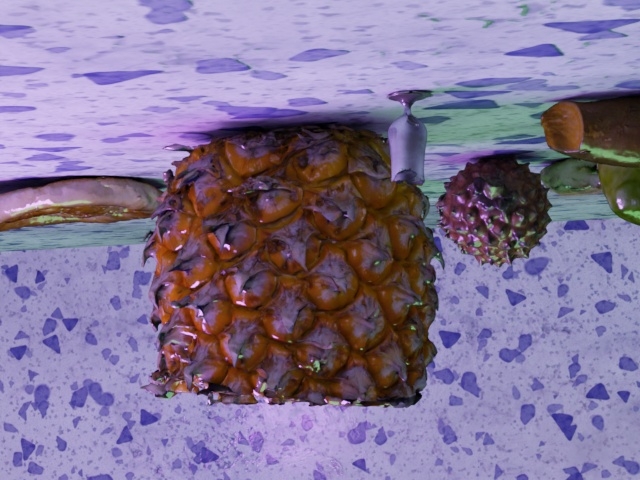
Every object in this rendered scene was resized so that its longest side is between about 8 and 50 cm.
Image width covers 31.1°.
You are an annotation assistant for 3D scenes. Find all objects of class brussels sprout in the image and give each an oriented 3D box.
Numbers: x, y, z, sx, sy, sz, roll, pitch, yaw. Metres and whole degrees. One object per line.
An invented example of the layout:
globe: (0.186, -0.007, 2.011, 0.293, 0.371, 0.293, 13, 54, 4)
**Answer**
brussels sprout: (0.437, -0.071, 1.489, 0.152, 0.122, 0.149, -5, 174, 29)

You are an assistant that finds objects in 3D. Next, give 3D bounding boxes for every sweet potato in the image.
sweet potato: (0.337, -0.105, 1.109, 0.244, 0.077, 0.077, -2, 178, 1)

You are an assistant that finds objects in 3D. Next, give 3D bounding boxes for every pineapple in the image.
pineapple: (-0.031, 0.032, 1.244, 0.353, 0.300, 0.352, -4, 179, 0)
pineapple: (0.242, -0.047, 1.611, 0.166, 0.166, 0.193, -3, 161, 9)

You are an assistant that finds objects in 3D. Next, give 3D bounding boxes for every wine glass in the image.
wine glass: (0.081, -0.091, 1.033, 0.042, 0.083, 0.039, 0, 173, -5)

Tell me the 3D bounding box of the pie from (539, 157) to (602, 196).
pie: (0.442, -0.096, 1.739, 0.218, 0.052, 0.185, -5, 176, 12)

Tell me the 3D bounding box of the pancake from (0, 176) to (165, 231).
pancake: (-0.395, -0.048, 1.749, 0.356, 0.065, 0.356, -6, 180, 0)
